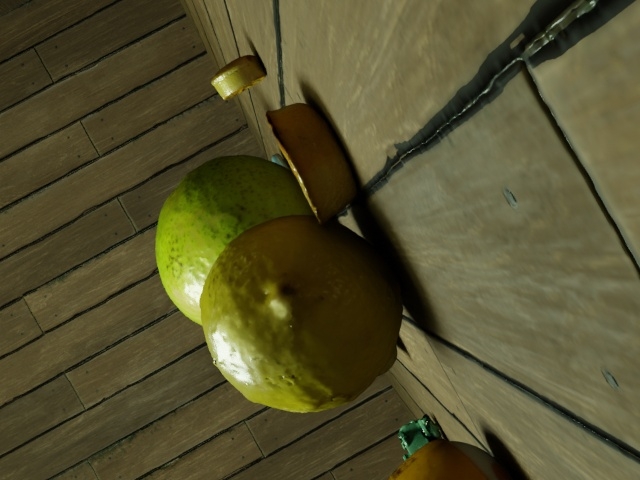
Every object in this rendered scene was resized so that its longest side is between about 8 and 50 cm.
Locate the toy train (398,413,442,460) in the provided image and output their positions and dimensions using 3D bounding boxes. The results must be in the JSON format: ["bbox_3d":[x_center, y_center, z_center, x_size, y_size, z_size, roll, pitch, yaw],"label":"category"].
[{"bbox_3d":[0.250,0.487,1.436,0.154,0.115,0.269,53,179,-15],"label":"toy train"}]

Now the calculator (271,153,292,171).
[{"bbox_3d":[-0.047,-0.086,1.707,0.302,0.042,0.188,64,177,3],"label":"calculator"}]

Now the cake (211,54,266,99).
[{"bbox_3d":[-0.127,-0.254,1.032,0.044,0.084,0.084,59,178,-8],"label":"cake"}]

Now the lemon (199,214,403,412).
[{"bbox_3d":[-0.023,0.090,0.836,0.260,0.261,0.284,62,177,-9],"label":"lemon"}]

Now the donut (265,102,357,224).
[{"bbox_3d":[-0.009,-0.091,0.749,0.151,0.058,0.152,62,178,4],"label":"donut"}]

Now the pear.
[{"bbox_3d":[-0.139,0.021,1.321,0.390,0.391,0.391,61,177,5],"label":"pear"}]

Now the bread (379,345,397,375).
[{"bbox_3d":[0.060,0.208,1.341,0.257,0.186,0.123,-171,69,-81],"label":"bread"}]

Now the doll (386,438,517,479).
[{"bbox_3d":[0.168,0.358,0.765,0.236,0.213,0.213,46,174,11],"label":"doll"}]
